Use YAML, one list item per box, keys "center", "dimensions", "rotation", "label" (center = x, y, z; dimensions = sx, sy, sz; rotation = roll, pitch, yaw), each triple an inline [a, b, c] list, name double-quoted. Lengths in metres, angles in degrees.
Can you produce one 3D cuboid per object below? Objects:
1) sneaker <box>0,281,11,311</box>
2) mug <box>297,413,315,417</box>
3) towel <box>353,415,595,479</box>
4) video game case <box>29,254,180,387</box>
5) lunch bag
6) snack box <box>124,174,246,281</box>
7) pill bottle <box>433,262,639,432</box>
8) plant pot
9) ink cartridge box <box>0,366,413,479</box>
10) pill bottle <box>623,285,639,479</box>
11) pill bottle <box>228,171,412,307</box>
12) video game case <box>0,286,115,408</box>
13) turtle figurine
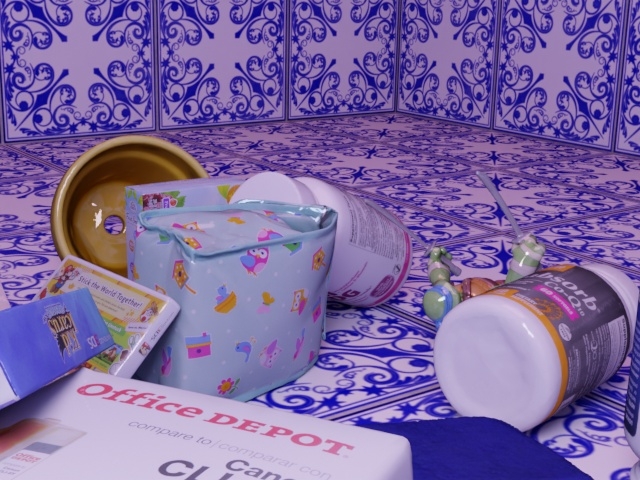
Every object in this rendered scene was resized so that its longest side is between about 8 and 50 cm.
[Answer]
- center: [-0.399, 0.111, 1.083]
  dimensions: [0.121, 0.108, 0.302]
  rotation: [-14, 34, -25]
  label: "sneaker"
- center: [-0.045, 0.208, 1.021]
  dimensions: [0.064, 0.062, 0.078]
  rotation: [4, 6, 40]
  label: "mug"
- center: [0.160, 0.249, 0.874]
  dimensions: [0.227, 0.076, 0.308]
  rotation: [2, 13, -26]
  label: "towel"
- center: [-0.287, 0.125, 1.120]
  dimensions: [0.227, 0.026, 0.206]
  rotation: [17, 65, 45]
  label: "video game case"
- center: [-0.093, 0.070, 1.210]
  dimensions: [0.262, 0.223, 0.160]
  rotation: [-11, 26, -41]
  label: "lunch bag"
- center: [-0.188, 0.018, 1.429]
  dimensions: [0.174, 0.207, 0.070]
  rotation: [-8, 18, -34]
  label: "snack box"
- center: [0.274, 0.117, 1.187]
  dimensions: [0.162, 0.162, 0.278]
  rotation: [14, 20, 39]
  label: "pill bottle"
- center: [-0.308, -0.028, 1.569]
  dimensions: [0.254, 0.254, 0.239]
  rotation: [-5, 0, -22]
  label: "plant pot"
- center: [-0.146, 0.224, 0.543]
  dimensions: [0.279, 0.160, 0.384]
  rotation: [8, 16, 26]
  label: "ink cartridge box"
- center: [0.366, 0.137, 0.922]
  dimensions: [0.153, 0.265, 0.153]
  rotation: [2, 16, -1]
  label: "pill bottle"
- center: [0.000, 0.000, 1.430]
  dimensions: [0.160, 0.160, 0.283]
  rotation: [13, -4, 37]
  label: "pill bottle"
- center: [-0.296, 0.115, 0.710]
  dimensions: [0.244, 0.061, 0.269]
  rotation: [-24, 1, 0]
  label: "video game case"
- center: [0.245, 0.028, 1.378]
  dimensions: [0.266, 0.275, 0.198]
  rotation: [12, -40, -41]
  label: "turtle figurine"
